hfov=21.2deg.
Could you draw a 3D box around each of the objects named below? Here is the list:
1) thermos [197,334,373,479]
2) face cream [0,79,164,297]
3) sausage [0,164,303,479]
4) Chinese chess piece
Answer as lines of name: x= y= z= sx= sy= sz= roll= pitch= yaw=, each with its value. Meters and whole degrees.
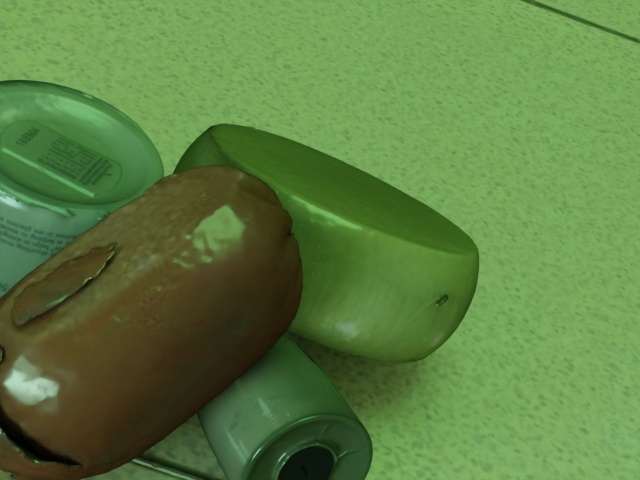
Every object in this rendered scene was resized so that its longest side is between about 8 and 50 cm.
thermos: x=-0.037 y=0.124 z=1.302 sx=0.137 sy=0.105 sz=0.193 roll=27 pitch=15 yaw=-39
face cream: x=-0.222 y=-0.018 z=1.326 sx=0.177 sy=0.153 sz=0.177 roll=16 pitch=36 yaw=-12
sausage: x=-0.135 y=0.063 z=1.203 sx=0.279 sy=0.152 sz=0.152 roll=-37 pitch=59 yaw=-12
Chinese chess piece: x=0.000 y=0.000 z=1.406 sx=0.273 sy=0.102 sz=0.273 roll=24 pitch=12 yaw=-5
